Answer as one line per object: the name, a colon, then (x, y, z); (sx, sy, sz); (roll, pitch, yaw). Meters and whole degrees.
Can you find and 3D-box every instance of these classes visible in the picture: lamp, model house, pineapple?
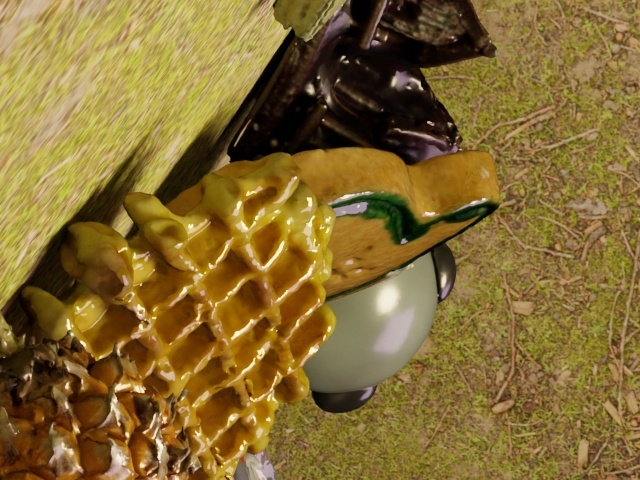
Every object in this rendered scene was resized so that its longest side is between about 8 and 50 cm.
lamp: (-0.006, 0.032, 1.847); (0.197, 0.244, 0.198); (-53, 174, -8)
model house: (0.048, -0.119, 1.522); (0.203, 0.164, 0.141); (-57, -177, 33)
pineapple: (-0.151, 0.093, 0.944); (0.161, 0.136, 0.176); (0, -153, 32)

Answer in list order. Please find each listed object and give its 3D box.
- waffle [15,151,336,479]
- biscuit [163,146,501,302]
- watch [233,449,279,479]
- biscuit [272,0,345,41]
waffle: (-0.096, 0.075, 1.162); (0.283, 0.065, 0.309); (-9, 129, -52)
biscuit: (0.001, 0.002, 1.493); (0.287, 0.057, 0.344); (-16, 167, -2)
watch: (-0.177, 0.222, 1.531); (0.275, 0.305, 0.241); (-24, 180, 7)
biscuit: (0.057, -0.234, 1.149); (0.250, 0.046, 0.147); (-53, 179, 42)
